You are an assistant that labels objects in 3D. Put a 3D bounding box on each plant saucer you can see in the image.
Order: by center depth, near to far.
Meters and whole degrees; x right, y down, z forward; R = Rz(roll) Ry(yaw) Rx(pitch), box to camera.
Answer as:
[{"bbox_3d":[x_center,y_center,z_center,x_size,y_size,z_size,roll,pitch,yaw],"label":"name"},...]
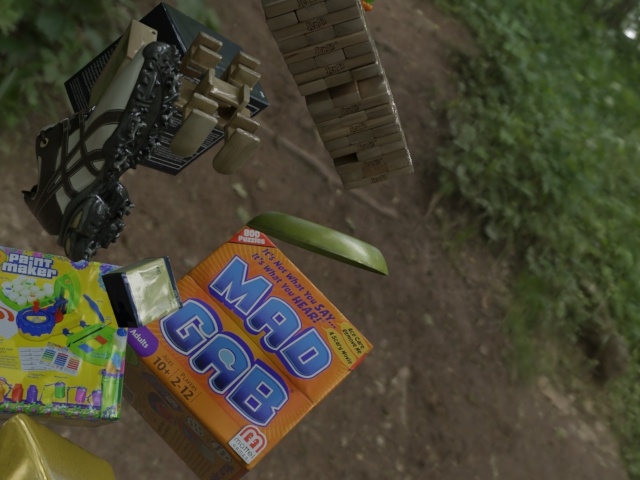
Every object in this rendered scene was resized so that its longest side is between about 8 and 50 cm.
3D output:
[{"bbox_3d":[-0.425,0.441,1.248,0.081,0.332,0.333,25,-19,22],"label":"plant saucer"},{"bbox_3d":[0.000,0.000,1.417,0.241,0.037,0.241,20,-4,1],"label":"plant saucer"}]

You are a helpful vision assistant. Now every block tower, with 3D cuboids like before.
[{"bbox_3d":[0.019,-0.188,0.964,0.335,0.097,0.091,64,13,-56],"label":"block tower"}]

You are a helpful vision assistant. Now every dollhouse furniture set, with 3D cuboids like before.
[{"bbox_3d":[-0.232,-0.219,1.442,0.242,0.161,0.212,23,41,-26],"label":"dollhouse furniture set"}]

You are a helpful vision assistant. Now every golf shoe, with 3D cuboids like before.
[{"bbox_3d":[-0.179,-0.078,0.692,0.094,0.198,0.077,36,24,8],"label":"golf shoe"}]

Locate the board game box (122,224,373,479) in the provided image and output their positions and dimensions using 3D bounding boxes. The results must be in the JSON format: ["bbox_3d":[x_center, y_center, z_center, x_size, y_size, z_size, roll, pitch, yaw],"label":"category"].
[{"bbox_3d":[-0.179,0.256,1.845,0.356,0.356,0.356,46,-28,6],"label":"board game box"}]

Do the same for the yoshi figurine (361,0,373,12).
[{"bbox_3d":[0.139,-0.579,1.636,0.203,0.362,0.203,44,14,-28],"label":"yoshi figurine"}]

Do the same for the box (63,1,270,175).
[{"bbox_3d":[-0.322,-0.313,1.902,0.296,0.294,0.182,16,46,-61],"label":"box"}]

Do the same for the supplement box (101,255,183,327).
[{"bbox_3d":[-0.259,0.075,1.300,0.056,0.083,0.083,-5,15,46],"label":"supplement box"}]

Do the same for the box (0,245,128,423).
[{"bbox_3d":[-0.503,0.173,1.556,0.290,0.279,0.177,12,-20,-29],"label":"box"}]
